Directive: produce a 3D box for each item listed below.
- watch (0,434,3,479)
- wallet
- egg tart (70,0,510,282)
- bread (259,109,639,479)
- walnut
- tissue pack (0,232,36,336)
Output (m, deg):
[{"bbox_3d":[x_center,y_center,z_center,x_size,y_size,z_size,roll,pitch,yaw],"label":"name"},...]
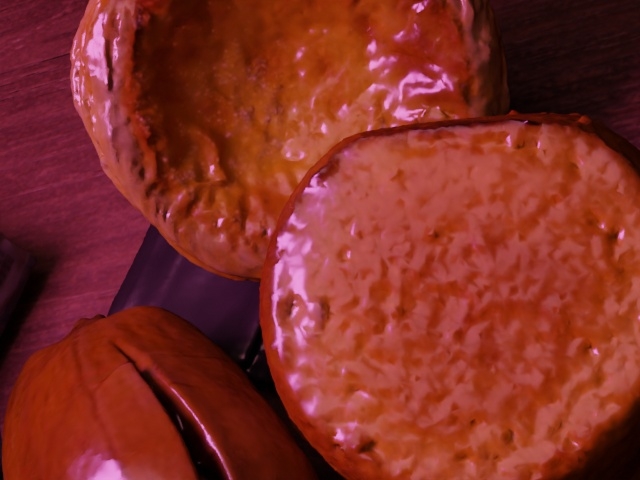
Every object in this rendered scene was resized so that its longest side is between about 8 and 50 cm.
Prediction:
[{"bbox_3d":[-0.322,0.159,1.179,0.241,0.274,0.305,-15,11,38],"label":"watch"},{"bbox_3d":[0.000,0.000,1.287,0.323,0.041,0.247,11,66,29],"label":"wallet"},{"bbox_3d":[-0.023,-0.119,1.224,0.319,0.319,0.128,-36,11,5],"label":"egg tart"},{"bbox_3d":[0.102,0.051,1.080,0.312,0.172,0.312,-3,80,15],"label":"bread"},{"bbox_3d":[-0.120,0.159,1.158,0.209,0.209,0.336,-38,42,4],"label":"walnut"},{"bbox_3d":[-0.447,0.139,1.401,0.288,0.124,0.394,11,67,36],"label":"tissue pack"}]
